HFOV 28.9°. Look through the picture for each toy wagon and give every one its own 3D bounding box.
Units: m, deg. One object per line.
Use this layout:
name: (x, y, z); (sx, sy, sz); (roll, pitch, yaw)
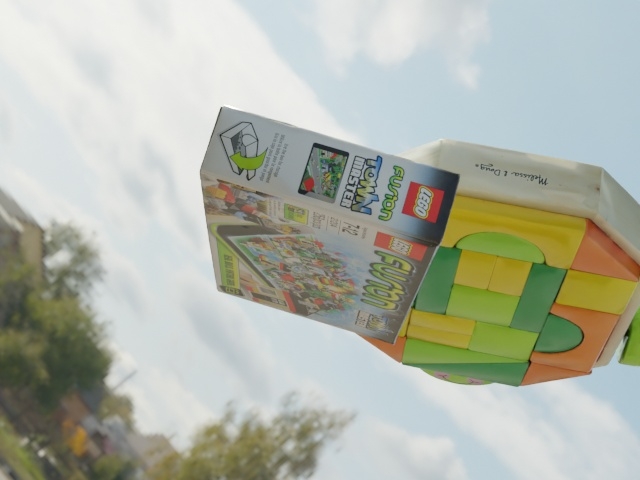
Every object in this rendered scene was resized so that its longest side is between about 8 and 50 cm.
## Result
toy wagon: (0.128, 0.044, 0.960); (0.267, 0.068, 0.344); (11, -31, 4)

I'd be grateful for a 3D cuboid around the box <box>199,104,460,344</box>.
box: (0.000, 0.000, 0.644); (0.114, 0.036, 0.207); (17, -17, 3)
